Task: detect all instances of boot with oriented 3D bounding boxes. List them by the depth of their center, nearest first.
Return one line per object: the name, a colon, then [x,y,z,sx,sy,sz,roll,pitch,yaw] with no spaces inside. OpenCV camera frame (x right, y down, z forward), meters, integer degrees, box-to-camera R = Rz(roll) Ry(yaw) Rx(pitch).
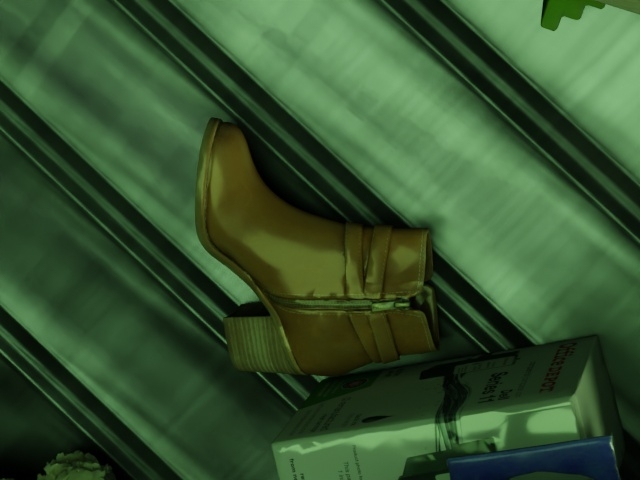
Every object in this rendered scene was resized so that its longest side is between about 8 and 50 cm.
boot: [0.000,0.000,1.339,0.152,0.073,0.197,-6,113,17]

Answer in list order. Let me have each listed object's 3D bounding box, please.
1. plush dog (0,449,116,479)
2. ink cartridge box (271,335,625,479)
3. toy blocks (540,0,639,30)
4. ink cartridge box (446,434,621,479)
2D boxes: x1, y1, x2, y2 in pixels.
plush dog: [-0.301,0.238,1.428,0.225,0.211,0.262,37,109,32]
ink cartridge box: [0.090,0.137,1.301,0.208,0.153,0.086,-10,100,16]
toy blocks: [0.314,-0.255,1.146,0.261,0.190,0.381,17,120,-1]
ink cartridge box: [0.154,0.312,1.151,0.270,0.151,0.395,-9,91,8]
